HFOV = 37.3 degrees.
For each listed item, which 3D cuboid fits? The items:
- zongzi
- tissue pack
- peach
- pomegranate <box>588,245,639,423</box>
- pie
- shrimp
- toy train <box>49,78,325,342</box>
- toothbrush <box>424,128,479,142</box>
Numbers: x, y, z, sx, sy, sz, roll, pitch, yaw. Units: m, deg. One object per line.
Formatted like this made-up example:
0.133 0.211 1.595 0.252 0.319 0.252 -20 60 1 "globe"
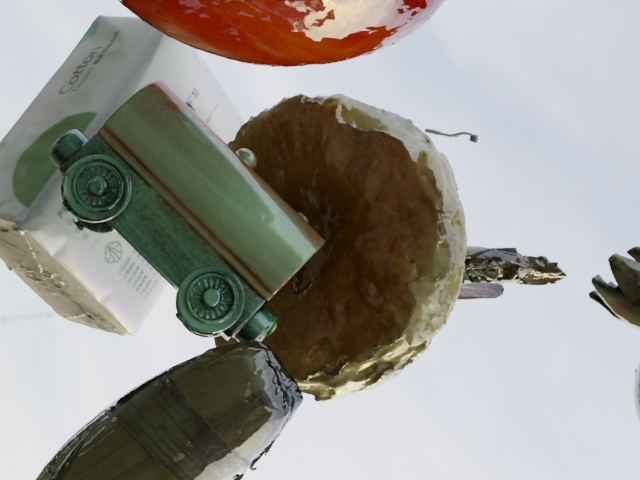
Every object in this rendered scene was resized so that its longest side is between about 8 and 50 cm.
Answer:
-0.118 0.166 0.830 0.112 0.221 0.242 58 -1 1 "zongzi"
-0.275 -0.091 1.275 0.193 0.266 0.357 11 -121 36 "tissue pack"
-0.031 -0.298 0.809 0.372 0.372 0.290 -2 -115 55 "peach"
0.435 0.145 1.072 0.305 0.242 0.242 19 -70 33 "pomegranate"
0.000 0.000 1.004 0.339 0.083 0.340 -6 -103 29 "pie"
0.180 0.043 1.131 0.143 0.250 0.052 -109 -162 -66 "shrimp"
-0.129 -0.028 0.948 0.285 0.177 0.116 44 -12 2 "toy train"
0.195 -0.159 1.415 0.131 0.011 0.013 23 -76 60 "toothbrush"
